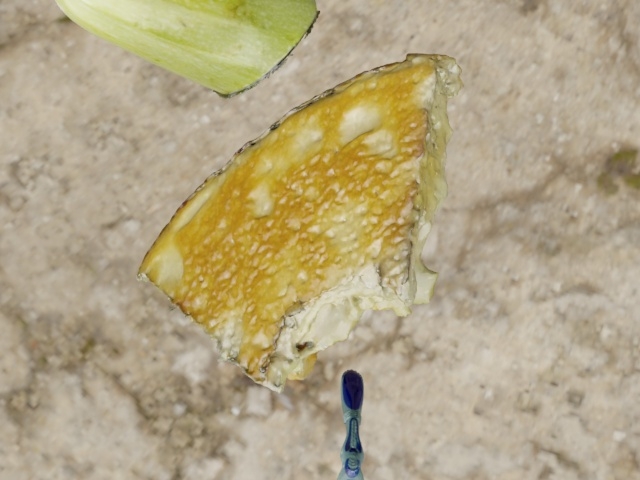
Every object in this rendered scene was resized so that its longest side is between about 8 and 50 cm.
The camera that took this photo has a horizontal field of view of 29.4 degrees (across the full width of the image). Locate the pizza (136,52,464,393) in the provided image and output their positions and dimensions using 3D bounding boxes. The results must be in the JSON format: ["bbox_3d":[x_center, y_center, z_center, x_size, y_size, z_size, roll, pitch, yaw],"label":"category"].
[{"bbox_3d":[0.000,0.000,0.951,0.323,0.223,0.089,-35,142,21],"label":"pizza"}]

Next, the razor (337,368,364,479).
[{"bbox_3d":[0.029,0.178,1.115,0.044,0.155,0.028,7,139,-5],"label":"razor"}]

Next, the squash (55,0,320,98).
[{"bbox_3d":[-0.148,-0.203,1.088,0.137,0.287,0.137,-12,75,51],"label":"squash"}]
